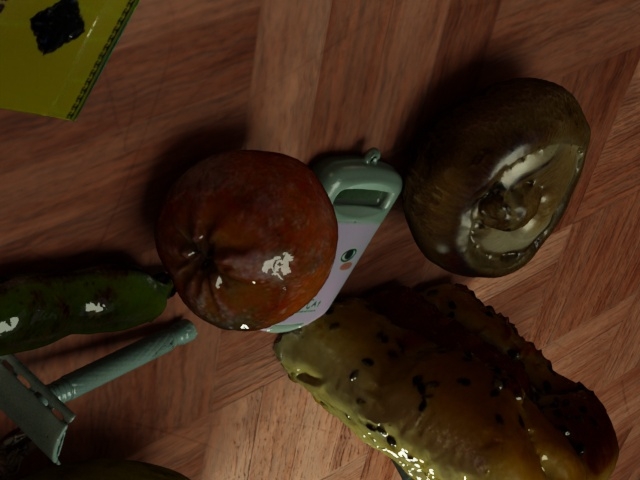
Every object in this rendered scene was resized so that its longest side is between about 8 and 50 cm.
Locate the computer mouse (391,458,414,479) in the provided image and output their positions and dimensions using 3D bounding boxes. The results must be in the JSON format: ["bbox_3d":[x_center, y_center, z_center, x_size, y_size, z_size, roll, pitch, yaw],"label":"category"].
[{"bbox_3d":[0.204,0.288,1.824,0.168,0.087,0.295,-23,141,-28],"label":"computer mouse"}]

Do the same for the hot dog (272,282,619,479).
[{"bbox_3d":[0.187,0.206,1.430,0.367,0.365,0.196,-1,127,-51],"label":"hot dog"}]

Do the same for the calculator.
[{"bbox_3d":[0.000,0.000,1.267,0.141,0.045,0.246,2,125,-52],"label":"calculator"}]

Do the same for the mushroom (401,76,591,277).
[{"bbox_3d":[0.203,-0.074,1.313,0.253,0.153,0.253,-33,146,-25],"label":"mushroom"}]

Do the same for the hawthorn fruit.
[{"bbox_3d":[-0.061,-0.005,1.067,0.173,0.173,0.173,-31,147,-23],"label":"hawthorn fruit"}]

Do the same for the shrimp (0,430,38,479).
[{"bbox_3d":[-0.317,0.221,1.168,0.092,0.029,0.038,-45,142,-10],"label":"shrimp"}]

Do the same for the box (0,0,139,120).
[{"bbox_3d":[-0.244,-0.166,0.766,0.279,0.041,0.153,4,124,-53],"label":"box"}]

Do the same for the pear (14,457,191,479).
[{"bbox_3d":[-0.226,0.359,1.211,0.287,0.287,0.375,-37,133,-13],"label":"pear"}]

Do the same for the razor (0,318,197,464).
[{"bbox_3d":[-0.208,0.129,1.141,0.232,0.106,0.068,-23,144,-49],"label":"razor"}]

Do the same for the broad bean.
[{"bbox_3d":[-0.238,0.059,1.028,0.339,0.061,0.077,-8,146,-46],"label":"broad bean"}]
